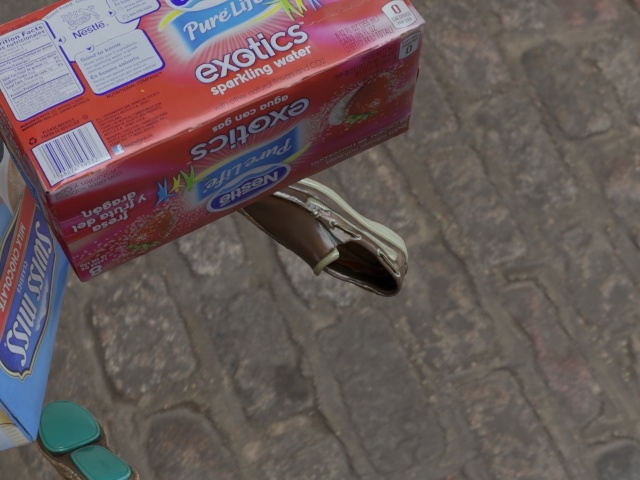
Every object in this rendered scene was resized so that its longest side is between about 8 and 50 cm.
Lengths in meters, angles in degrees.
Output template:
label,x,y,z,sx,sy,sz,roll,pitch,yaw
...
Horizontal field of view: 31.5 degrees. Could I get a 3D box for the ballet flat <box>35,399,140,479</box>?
label,x,y,z,sx,sy,sz,roll,pitch,yaw
ballet flat,-0.238,0.229,1.141,0.073,0.206,0.067,-12,112,-24

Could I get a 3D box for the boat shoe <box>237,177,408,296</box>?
label,x,y,z,sx,sy,sz,roll,pitch,yaw
boat shoe,0.004,-0.005,1.433,0.258,0.095,0.095,23,39,-20

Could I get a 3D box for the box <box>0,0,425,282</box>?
label,x,y,z,sx,sy,sz,roll,pitch,yaw
box,-0.074,-0.099,0.736,0.257,0.122,0.128,-27,66,-15

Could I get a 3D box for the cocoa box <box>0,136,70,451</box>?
label,x,y,z,sx,sy,sz,roll,pitch,yaw
cocoa box,-0.385,0.033,0.795,0.347,0.228,0.231,-16,39,11
